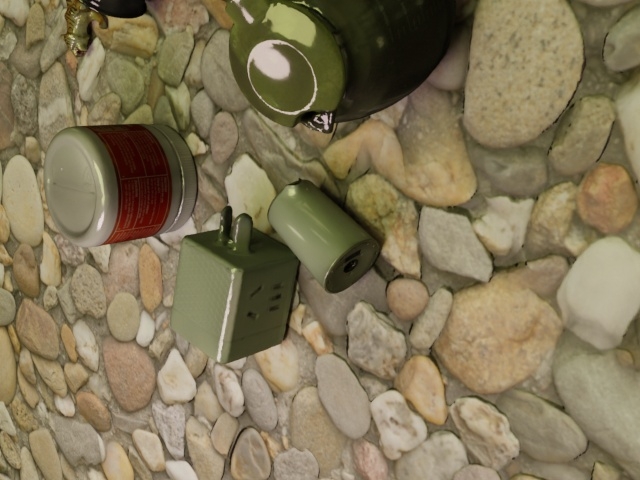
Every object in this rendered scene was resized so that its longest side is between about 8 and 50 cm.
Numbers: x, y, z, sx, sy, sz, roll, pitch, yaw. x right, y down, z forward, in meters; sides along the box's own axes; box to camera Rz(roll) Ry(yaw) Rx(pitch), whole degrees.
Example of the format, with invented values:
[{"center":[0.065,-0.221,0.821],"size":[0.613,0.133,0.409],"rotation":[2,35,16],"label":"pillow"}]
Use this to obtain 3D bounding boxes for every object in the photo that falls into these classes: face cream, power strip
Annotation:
[{"center":[-0.346,-0.098,1.273],"size":[0.201,0.187,0.201],"rotation":[10,106,41],"label":"face cream"},{"center":[-0.129,0.052,1.144],"size":[0.139,0.140,0.224],"rotation":[28,116,36],"label":"power strip"}]

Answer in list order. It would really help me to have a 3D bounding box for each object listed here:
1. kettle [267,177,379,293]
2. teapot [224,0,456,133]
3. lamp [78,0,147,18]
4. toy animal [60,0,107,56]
[{"center":[0.004,-0.005,1.055],"size":[0.098,0.127,0.148],"rotation":[-46,61,3],"label":"kettle"},{"center":[0.004,-0.273,0.830],"size":[0.240,0.239,0.321],"rotation":[11,129,26],"label":"teapot"},{"center":[-0.317,-0.491,1.181],"size":[0.147,0.172,0.227],"rotation":[53,130,22],"label":"lamp"},{"center":[-0.445,-0.462,1.377],"size":[0.099,0.057,0.241],"rotation":[15,109,40],"label":"toy animal"}]
